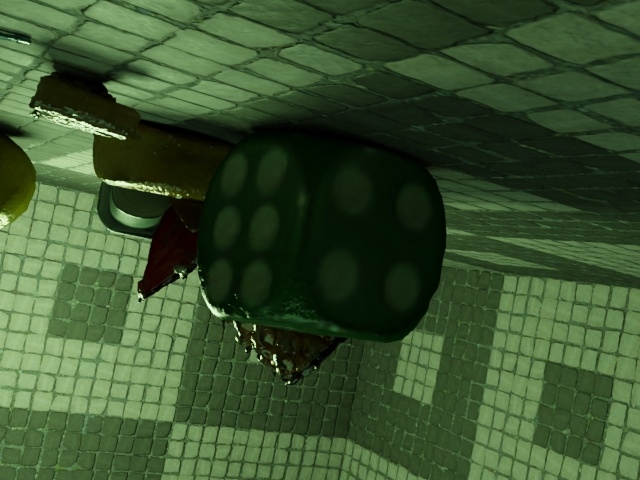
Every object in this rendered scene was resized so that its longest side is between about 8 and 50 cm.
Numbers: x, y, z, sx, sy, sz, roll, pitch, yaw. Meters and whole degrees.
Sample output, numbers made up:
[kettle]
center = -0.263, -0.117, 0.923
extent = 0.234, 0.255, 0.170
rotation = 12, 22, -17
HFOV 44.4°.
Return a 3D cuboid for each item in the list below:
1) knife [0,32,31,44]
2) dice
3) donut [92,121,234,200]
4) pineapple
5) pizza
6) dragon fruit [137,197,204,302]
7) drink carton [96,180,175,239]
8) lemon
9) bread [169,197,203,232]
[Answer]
[knife]
center = -0.380, -0.238, 0.896
extent = 0.096, 0.010, 0.027
rotation = 9, 176, -9
[dice]
center = 0.000, 0.000, 1.224
extent = 0.300, 0.297, 0.287
rotation = 14, 173, -35
[donut]
center = -0.286, -0.137, 1.449
extent = 0.303, 0.110, 0.303
rotation = 11, 178, 0
[pineapple]
center = -0.048, 0.090, 1.562
extent = 0.300, 0.352, 0.352
rotation = 51, 180, 5
[pizza]
center = -0.337, -0.190, 1.090
extent = 0.154, 0.069, 0.194
rotation = 13, -177, -34
[dragon fruit]
center = -0.248, -0.048, 1.617
extent = 0.282, 0.343, 0.100
rotation = -24, 117, 32
[drink carton]
center = -0.444, -0.106, 1.911
extent = 0.191, 0.185, 0.190
rotation = 14, 173, -15
[lemon]
center = -0.809, -0.144, 1.860
extent = 0.261, 0.260, 0.284
rotation = 13, -177, -34
[bread]
center = -0.233, -0.044, 1.480
extent = 0.109, 0.062, 0.043
rotation = 8, -176, 6
